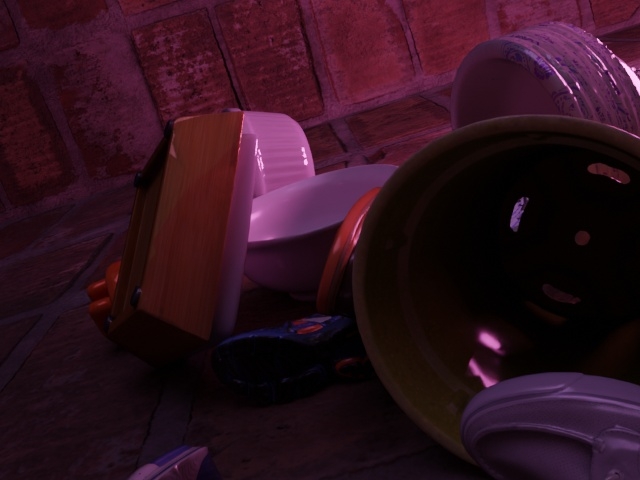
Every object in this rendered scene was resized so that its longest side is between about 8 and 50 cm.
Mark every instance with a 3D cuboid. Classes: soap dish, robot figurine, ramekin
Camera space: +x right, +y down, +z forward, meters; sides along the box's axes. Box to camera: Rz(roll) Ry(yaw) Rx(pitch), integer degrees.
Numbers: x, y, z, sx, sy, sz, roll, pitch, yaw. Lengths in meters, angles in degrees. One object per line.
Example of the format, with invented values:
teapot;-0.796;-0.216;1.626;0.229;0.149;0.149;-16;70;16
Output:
soap dish;-0.179;0.001;0.856;0.118;0.291;0.229;16;-23;-23
robot figurine;-0.236;0.073;1.019;0.219;0.128;0.158;-21;3;-7
ramekin;-0.100;-0.110;1.238;0.127;0.273;0.273;-9;14;-18

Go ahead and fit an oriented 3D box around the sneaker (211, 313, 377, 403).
sneaker;-0.012;0.122;0.752;0.221;0.083;0.087;-8;11;2

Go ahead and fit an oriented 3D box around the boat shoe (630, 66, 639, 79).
boat shoe;0.532;-0.247;1.183;0.367;0.156;0.136;-16;18;6

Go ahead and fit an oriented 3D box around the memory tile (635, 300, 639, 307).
memory tile;0.381;0.042;0.697;0.148;0.012;0.113;-20;17;-7

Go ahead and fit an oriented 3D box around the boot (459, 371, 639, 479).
boot;0.193;0.155;0.390;0.258;0.095;0.123;0;24;31

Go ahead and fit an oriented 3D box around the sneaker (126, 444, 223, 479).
sneaker;-0.203;0.254;0.435;0.182;0.127;0.315;-4;24;31

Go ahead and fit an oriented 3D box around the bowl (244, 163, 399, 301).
bowl;0.000;0.000;0.994;0.298;0.134;0.298;-15;18;5

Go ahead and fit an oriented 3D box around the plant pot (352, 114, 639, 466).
plant pot;0.207;0.021;0.578;0.276;0.276;0.254;-7;10;32

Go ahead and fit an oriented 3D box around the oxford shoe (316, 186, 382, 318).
oxford shoe;0.114;0.022;0.713;0.133;0.130;0.364;22;17;24

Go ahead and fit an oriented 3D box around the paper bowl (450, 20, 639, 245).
paper bowl;0.298;-0.129;0.844;0.148;0.284;0.284;-21;18;-12
